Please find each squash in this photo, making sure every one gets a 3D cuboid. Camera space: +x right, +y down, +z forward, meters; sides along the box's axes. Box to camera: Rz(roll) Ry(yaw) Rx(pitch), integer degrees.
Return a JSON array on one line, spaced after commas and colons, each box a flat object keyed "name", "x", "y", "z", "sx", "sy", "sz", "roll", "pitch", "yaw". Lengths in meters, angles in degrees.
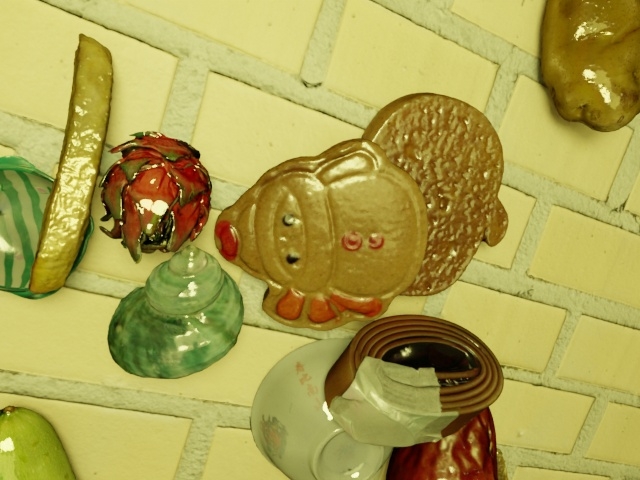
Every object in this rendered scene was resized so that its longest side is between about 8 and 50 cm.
[{"name": "squash", "x": -0.517, "y": 0.401, "z": 0.702, "sx": 0.133, "sy": 0.132, "sz": 0.247, "roll": -15, "pitch": 103, "yaw": -11}]

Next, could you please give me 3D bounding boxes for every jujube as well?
[{"name": "jujube", "x": 0.255, "y": 0.462, "z": 0.832, "sx": 0.223, "sy": 0.223, "sz": 0.318, "roll": 42, "pitch": 53, "yaw": -18}]

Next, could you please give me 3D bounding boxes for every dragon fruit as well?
[{"name": "dragon fruit", "x": -0.256, "y": -0.071, "z": 0.644, "sx": 0.182, "sy": 0.182, "sz": 0.188, "roll": 18, "pitch": 98, "yaw": -17}]

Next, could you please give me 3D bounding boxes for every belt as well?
[{"name": "belt", "x": 0.175, "y": 0.261, "z": 0.768, "sx": 0.339, "sy": 0.217, "sz": 0.122, "roll": 3, "pitch": 134, "yaw": -24}]

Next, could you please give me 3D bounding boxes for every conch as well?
[{"name": "conch", "x": -0.241, "y": 0.122, "z": 0.700, "sx": 0.220, "sy": 0.195, "sz": 0.277, "roll": 31, "pitch": 121, "yaw": 7}]

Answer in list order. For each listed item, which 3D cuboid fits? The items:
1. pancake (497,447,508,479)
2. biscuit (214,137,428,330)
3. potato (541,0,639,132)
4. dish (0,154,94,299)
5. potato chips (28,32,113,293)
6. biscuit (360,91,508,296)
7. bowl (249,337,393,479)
[{"name": "pancake", "x": 0.310, "y": 0.628, "z": 0.996, "sx": 0.356, "sy": 0.065, "sz": 0.355, "roll": -3, "pitch": 103, "yaw": -15}, {"name": "biscuit", "x": 0.000, "y": 0.000, "z": 0.737, "sx": 0.381, "sy": 0.074, "sz": 0.358, "roll": -2, "pitch": 106, "yaw": -2}, {"name": "potato", "x": 0.540, "y": -0.396, "z": 0.799, "sx": 0.196, "sy": 0.176, "sz": 0.368, "roll": -7, "pitch": 97, "yaw": 27}, {"name": "dish", "x": -0.485, "y": -0.018, "z": 0.644, "sx": 0.246, "sy": 0.078, "sz": 0.224, "roll": -9, "pitch": 103, "yaw": -13}, {"name": "potato chips", "x": -0.358, "y": -0.122, "z": 0.599, "sx": 0.057, "sy": 0.080, "sz": 0.406, "roll": 13, "pitch": 80, "yaw": -41}, {"name": "biscuit", "x": 0.213, "y": -0.077, "z": 0.810, "sx": 0.351, "sy": 0.070, "sz": 0.394, "roll": 21, "pitch": 99, "yaw": -13}, {"name": "bowl", "x": 0.036, "y": 0.388, "z": 0.825, "sx": 0.346, "sy": 0.157, "sz": 0.345, "roll": -3, "pitch": 102, "yaw": -14}]
